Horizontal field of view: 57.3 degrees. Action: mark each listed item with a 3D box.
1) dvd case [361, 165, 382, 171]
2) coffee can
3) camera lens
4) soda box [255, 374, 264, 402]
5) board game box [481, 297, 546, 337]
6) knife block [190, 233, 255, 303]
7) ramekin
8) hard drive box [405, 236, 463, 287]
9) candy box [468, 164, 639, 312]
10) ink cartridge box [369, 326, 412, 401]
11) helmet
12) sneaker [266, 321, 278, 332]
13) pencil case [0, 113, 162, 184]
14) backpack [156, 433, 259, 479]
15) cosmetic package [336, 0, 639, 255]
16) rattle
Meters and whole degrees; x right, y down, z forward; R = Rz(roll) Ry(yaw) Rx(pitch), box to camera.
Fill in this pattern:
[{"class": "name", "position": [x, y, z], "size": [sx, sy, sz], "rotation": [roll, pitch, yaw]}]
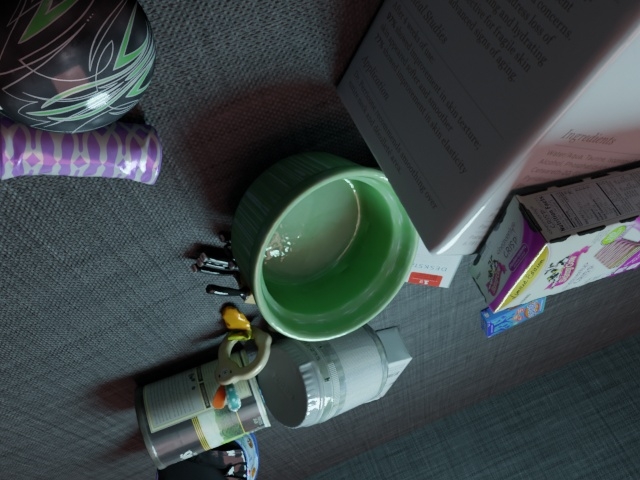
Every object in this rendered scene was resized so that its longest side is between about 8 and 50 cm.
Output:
[{"class": "dvd case", "position": [0.193, -0.113, 1.000], "size": [0.165, 0.221, 0.018], "rotation": [-1, 99, -33]}, {"class": "coffee can", "position": [-0.282, 0.402, 1.417], "size": [0.276, 0.201, 0.201], "rotation": [-19, 148, -9]}, {"class": "camera lens", "position": [0.013, 0.319, 1.442], "size": [0.274, 0.219, 0.219], "rotation": [-12, 148, -39]}, {"class": "soda box", "position": [-0.186, 0.415, 1.624], "size": [0.067, 0.071, 0.210], "rotation": [5, 138, -39]}, {"class": "board game box", "position": [0.636, 0.235, 1.937], "size": [0.210, 0.047, 0.160], "rotation": [-26, 148, 2]}, {"class": "knife block", "position": [-0.114, 0.075, 1.152], "size": [0.242, 0.088, 0.275], "rotation": [-18, 148, -8]}, {"class": "ramekin", "position": [0.000, 0.000, 0.972], "size": [0.304, 0.148, 0.303], "rotation": [-15, 123, -25]}, {"class": "hard drive box", "position": [0.195, -0.012, 1.164], "size": [0.181, 0.089, 0.232], "rotation": [7, 146, 3]}, {"class": "candy box", "position": [0.317, -0.005, 0.711], "size": [0.234, 0.071, 0.159], "rotation": [-14, 148, -16]}, {"class": "ink cartridge box", "position": [0.126, 0.392, 1.761], "size": [0.197, 0.114, 0.272], "rotation": [-10, 145, -24]}, {"class": "helmet", "position": [-0.253, -0.190, 0.590], "size": [0.170, 0.161, 0.169], "rotation": [-17, 148, -11]}, {"class": "sneaker", "position": [-0.094, 0.178, 1.338], "size": [0.086, 0.064, 0.192], "rotation": [-42, 148, 17]}, {"class": "pencil case", "position": [-0.308, -0.111, 0.742], "size": [0.206, 0.086, 0.088], "rotation": [-1, 129, -32]}, {"class": "backpack", "position": [-0.304, 0.614, 1.622], "size": [0.264, 0.276, 0.213], "rotation": [3, -171, 17]}, {"class": "cosmetic package", "position": [0.288, -0.224, 0.747], "size": [0.328, 0.329, 0.393], "rotation": [-1, 142, -33]}, {"class": "rattle", "position": [-0.200, 0.266, 1.286], "size": [0.199, 0.130, 0.142], "rotation": [-56, 165, -16]}]
